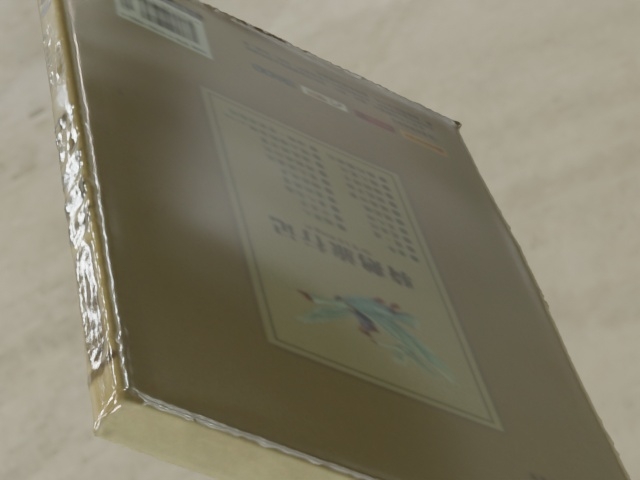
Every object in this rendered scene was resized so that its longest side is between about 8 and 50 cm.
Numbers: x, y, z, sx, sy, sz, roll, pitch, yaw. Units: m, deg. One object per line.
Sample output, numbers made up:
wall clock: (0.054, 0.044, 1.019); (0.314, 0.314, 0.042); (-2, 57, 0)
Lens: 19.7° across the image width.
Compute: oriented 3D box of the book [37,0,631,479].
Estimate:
book: (0.000, 0.000, 0.687); (0.021, 0.217, 0.310); (-55, 28, 24)
